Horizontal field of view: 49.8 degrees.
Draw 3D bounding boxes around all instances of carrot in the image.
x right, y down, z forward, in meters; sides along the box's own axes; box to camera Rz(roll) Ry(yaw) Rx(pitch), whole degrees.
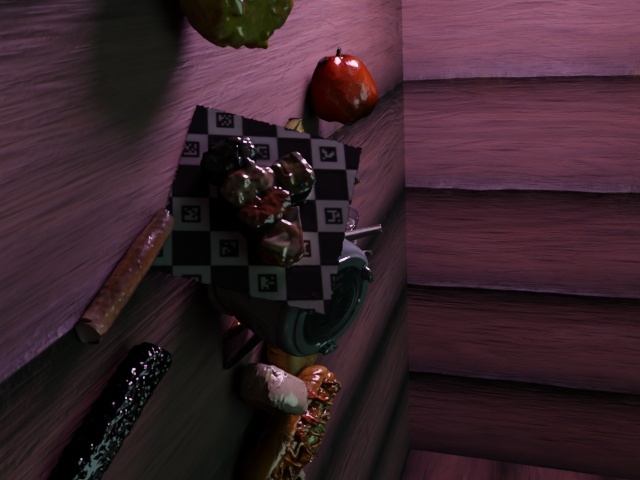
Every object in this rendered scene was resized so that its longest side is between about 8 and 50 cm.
[{"bbox_3d":[-0.163,0.171,1.475,0.165,0.035,0.036,-40,131,-64],"label":"carrot"}]

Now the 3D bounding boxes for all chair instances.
[{"bbox_3d":[0.000,0.000,1.721,0.191,0.274,0.203,60,30,-17],"label":"chair"}]

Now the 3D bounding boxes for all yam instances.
[{"bbox_3d":[-0.286,0.045,1.041,0.264,0.046,0.046,-67,154,-45],"label":"yam"}]

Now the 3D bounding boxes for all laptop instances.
[{"bbox_3d":[-0.129,0.203,1.476,0.016,0.129,0.180,47,26,0],"label":"laptop"}]

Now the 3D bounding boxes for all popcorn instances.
[{"bbox_3d":[-0.164,-0.448,1.170,0.266,0.192,0.233,21,88,-47],"label":"popcorn"}]

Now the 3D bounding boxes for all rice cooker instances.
[{"bbox_3d":[-0.070,0.066,1.342,0.264,0.316,0.317,-47,146,-19],"label":"rice cooker"}]

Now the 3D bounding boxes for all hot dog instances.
[{"bbox_3d":[-0.056,0.452,1.596,0.349,0.117,0.158,-55,155,-30],"label":"hot dog"}]

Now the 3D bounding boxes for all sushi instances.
[{"bbox_3d":[-0.098,-0.076,1.180,0.069,0.319,0.340,121,-17,-65],"label":"sushi"}]

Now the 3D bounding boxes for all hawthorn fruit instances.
[{"bbox_3d":[0.058,-0.418,1.853,0.185,0.185,0.202,-61,146,-55],"label":"hawthorn fruit"}]

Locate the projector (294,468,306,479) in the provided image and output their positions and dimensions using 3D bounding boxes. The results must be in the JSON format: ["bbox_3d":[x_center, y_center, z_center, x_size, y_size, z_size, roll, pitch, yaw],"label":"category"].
[{"bbox_3d":[-0.102,0.666,1.658,0.269,0.088,0.194,-50,143,-62],"label":"projector"}]

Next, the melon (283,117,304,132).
[{"bbox_3d":[-0.077,-0.207,1.636,0.128,0.079,0.160,-52,146,-32],"label":"melon"}]

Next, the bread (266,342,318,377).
[{"bbox_3d":[-0.066,0.240,1.671,0.213,0.104,0.214,14,90,-71],"label":"bread"}]

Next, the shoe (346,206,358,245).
[{"bbox_3d":[0.039,0.034,1.993,0.293,0.109,0.149,-62,154,-47],"label":"shoe"}]

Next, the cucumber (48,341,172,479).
[{"bbox_3d":[-0.303,0.266,0.979,0.300,0.072,0.072,-67,153,-49],"label":"cucumber"}]

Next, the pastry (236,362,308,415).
[{"bbox_3d":[-0.103,0.326,1.501,0.166,0.165,0.088,57,47,-62],"label":"pastry"}]
